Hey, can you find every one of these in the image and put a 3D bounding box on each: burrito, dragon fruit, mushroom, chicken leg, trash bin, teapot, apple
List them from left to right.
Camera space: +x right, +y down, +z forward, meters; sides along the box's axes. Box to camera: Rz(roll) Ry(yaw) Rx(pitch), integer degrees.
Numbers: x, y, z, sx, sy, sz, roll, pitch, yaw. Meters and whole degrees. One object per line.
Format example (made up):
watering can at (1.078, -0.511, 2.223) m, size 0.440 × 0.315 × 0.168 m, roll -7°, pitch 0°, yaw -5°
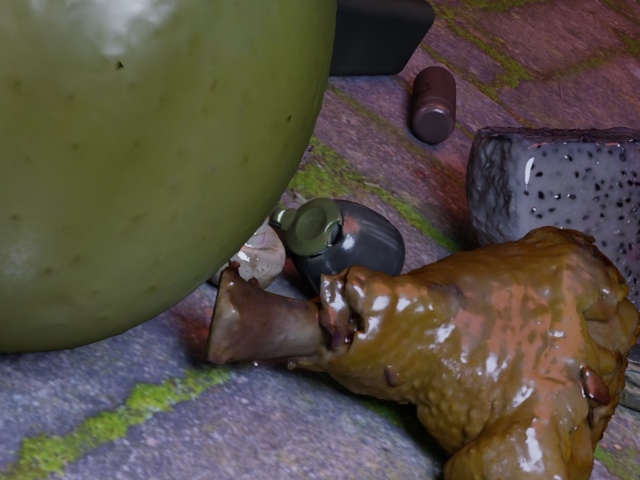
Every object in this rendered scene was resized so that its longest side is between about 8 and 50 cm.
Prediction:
apple at (-0.207, -0.158, 1.005) m, size 0.473 × 0.474 × 0.474 m, roll 25°, pitch 27°, yaw -13°
mushroom at (-0.068, 0.004, 1.254) m, size 0.083 × 0.067 × 0.083 m, roll 17°, pitch 28°, yaw -10°
teapot at (0.000, 0.007, 1.296) m, size 0.091 × 0.124 × 0.092 m, roll 40°, pitch 45°, yaw -44°
trash bin at (0.006, -0.278, 1.779) m, size 0.164 × 0.122 × 0.240 m, roll 46°, pitch 27°, yaw 26°
chicken leg at (0.104, 0.107, 1.179) m, size 0.409 × 0.182 × 0.295 m, roll 10°, pitch 49°, yaw -31°
dragon fruit at (0.273, -0.012, 1.527) m, size 0.283 × 0.204 × 0.221 m, roll 0°, pitch 9°, yaw -23°
burrito at (0.293, 0.136, 1.435) m, size 0.185 × 0.045 × 0.041 m, roll 20°, pitch 31°, yaw -25°

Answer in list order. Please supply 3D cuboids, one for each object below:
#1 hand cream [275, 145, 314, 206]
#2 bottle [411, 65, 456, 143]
hand cream at (-0.061, -0.068, 1.414) m, size 0.084 × 0.050 × 0.257 m, roll 31°, pitch 19°, yaw -5°
bottle at (0.135, -0.163, 1.786) m, size 0.053 × 0.053 × 0.140 m, roll 27°, pitch 26°, yaw -9°
